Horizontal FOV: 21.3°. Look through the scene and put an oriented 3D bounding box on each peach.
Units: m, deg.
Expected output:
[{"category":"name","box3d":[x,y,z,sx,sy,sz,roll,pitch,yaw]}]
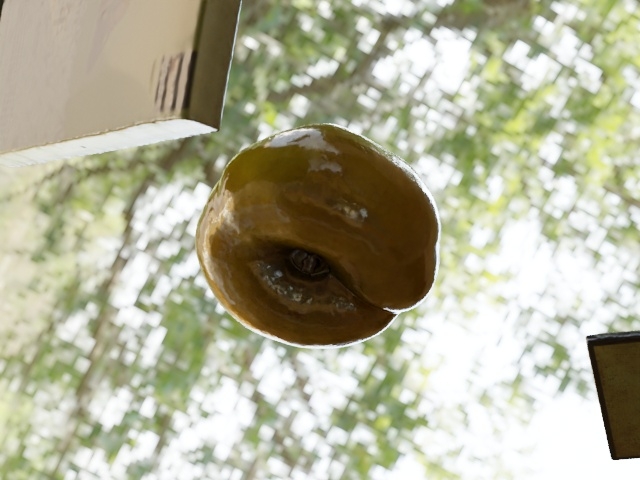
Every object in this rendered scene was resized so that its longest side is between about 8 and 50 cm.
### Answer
[{"category":"peach","box3d":[0.000,0.000,1.214,0.179,0.179,0.103,-52,-163,38]}]

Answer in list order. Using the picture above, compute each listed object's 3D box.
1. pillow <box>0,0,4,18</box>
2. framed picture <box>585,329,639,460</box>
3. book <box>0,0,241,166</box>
[{"category":"pillow","box3d":[-0.326,-0.297,1.536,0.101,0.326,0.228,-16,-153,19]},{"category":"framed picture","box3d":[0.505,0.180,2.060,0.255,0.338,0.014,70,19,-46]},{"category":"book","box3d":[-0.147,-0.179,1.188,0.352,0.035,0.239,-3,-104,58]}]
